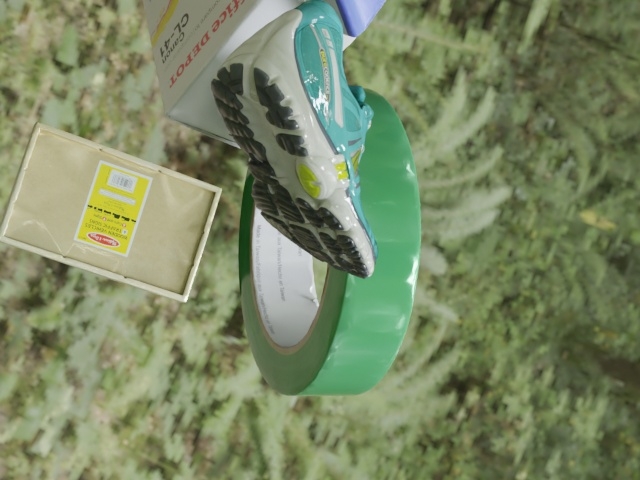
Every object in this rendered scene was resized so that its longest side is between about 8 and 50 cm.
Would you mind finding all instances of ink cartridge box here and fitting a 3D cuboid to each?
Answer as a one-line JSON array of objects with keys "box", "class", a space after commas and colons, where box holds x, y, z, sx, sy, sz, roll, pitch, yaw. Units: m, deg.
[{"box": [-0.095, -0.298, 1.412, 0.131, 0.306, 0.226, 20, 129, -35], "class": "ink cartridge box"}]

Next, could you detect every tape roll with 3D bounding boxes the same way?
[{"box": [0.000, 0.000, 1.251, 0.077, 0.321, 0.321, 3, 114, -23], "class": "tape roll"}]

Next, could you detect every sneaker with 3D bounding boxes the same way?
[{"box": [0.008, -0.069, 0.970, 0.110, 0.107, 0.275, -50, 147, -25], "class": "sneaker"}]

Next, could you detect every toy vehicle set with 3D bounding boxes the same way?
[{"box": [-0.282, -0.036, 1.629, 0.035, 0.267, 0.166, -5, -114, 72], "class": "toy vehicle set"}]

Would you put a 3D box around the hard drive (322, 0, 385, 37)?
[{"box": [0.044, -0.367, 1.152, 0.210, 0.040, 0.318, -56, 154, -14], "class": "hard drive"}]
